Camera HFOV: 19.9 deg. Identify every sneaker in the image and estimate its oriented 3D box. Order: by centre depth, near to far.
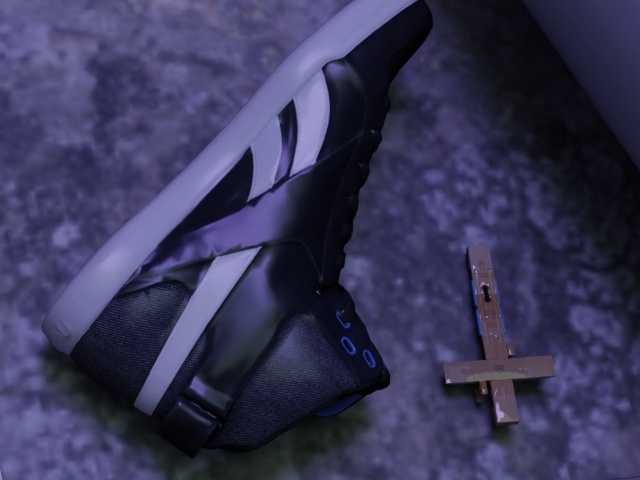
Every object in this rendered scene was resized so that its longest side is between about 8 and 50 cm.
[{"bbox_3d":[0.000,0.000,0.754,0.121,0.079,0.217,43,73,0],"label":"sneaker"}]

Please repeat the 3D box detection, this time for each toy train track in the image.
[{"bbox_3d":[0.073,0.042,0.788,0.048,0.014,0.083,-3,64,-9],"label":"toy train track"}]

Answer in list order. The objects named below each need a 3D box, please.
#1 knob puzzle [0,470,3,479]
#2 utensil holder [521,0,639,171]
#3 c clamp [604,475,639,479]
[{"bbox_3d":[-0.229,0.031,0.699,0.213,0.030,0.213,5,68,-13],"label":"knob puzzle"},{"bbox_3d":[0.253,-0.120,0.733,0.327,0.327,0.385,-29,77,-23],"label":"utensil holder"},{"bbox_3d":[0.157,0.157,0.721,0.161,0.022,0.137,-4,81,20],"label":"c clamp"}]
